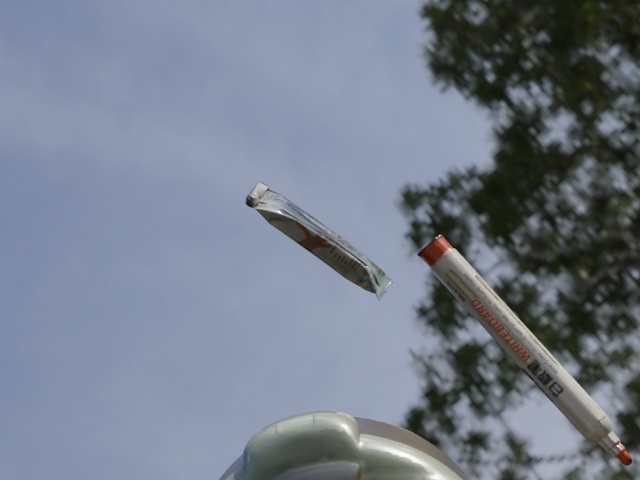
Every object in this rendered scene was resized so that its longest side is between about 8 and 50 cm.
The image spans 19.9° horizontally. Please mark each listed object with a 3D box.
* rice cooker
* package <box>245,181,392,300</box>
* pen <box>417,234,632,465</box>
[{"bbox_3d":[0.024,0.319,1.668,0.335,0.325,0.335,0,-92,2],"label":"rice cooker"},{"bbox_3d":[0.000,0.000,1.175,0.110,0.037,0.015,35,-63,-2],"label":"package"},{"bbox_3d":[0.150,0.081,1.325,0.026,0.218,0.026,-39,-13,-11],"label":"pen"}]
